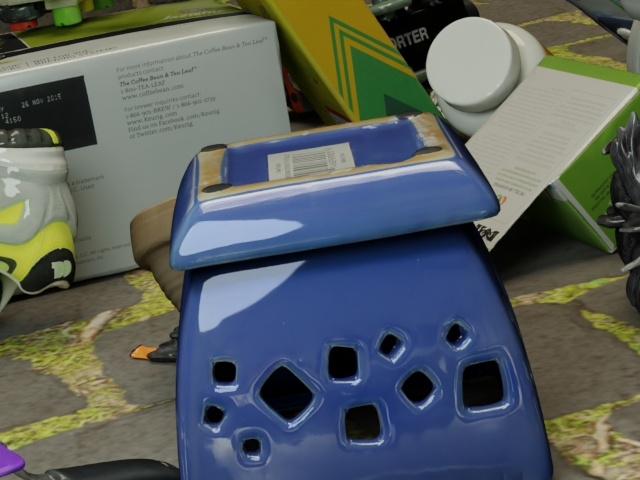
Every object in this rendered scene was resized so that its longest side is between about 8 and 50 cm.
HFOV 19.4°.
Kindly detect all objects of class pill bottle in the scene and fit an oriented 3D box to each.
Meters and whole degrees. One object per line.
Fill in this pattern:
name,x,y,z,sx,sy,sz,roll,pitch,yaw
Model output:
pill bottle,0.183,-0.145,1.839,0.117,0.118,0.208,-2,-13,27

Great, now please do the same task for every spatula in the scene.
spatula,-0.171,0.137,1.130,0.084,0.030,0.296,21,0,30

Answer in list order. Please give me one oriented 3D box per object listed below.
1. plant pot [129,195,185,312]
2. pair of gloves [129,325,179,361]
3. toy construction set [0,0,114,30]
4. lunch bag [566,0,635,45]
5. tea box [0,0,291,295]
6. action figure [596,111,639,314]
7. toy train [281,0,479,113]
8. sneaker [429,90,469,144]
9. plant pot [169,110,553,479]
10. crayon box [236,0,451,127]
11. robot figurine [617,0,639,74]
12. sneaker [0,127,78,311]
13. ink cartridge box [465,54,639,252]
plant pot,-0.021,0.026,1.424,0.237,0.110,0.237,-8,-12,-2
pair of gloves,-0.108,0.082,1.541,0.074,0.010,0.083,1,19,36
toy construction set,-0.227,-0.301,1.965,0.215,0.151,0.327,-8,1,7
lunch bag,0.430,-0.318,1.982,0.385,0.327,0.239,-25,45,42
tea box,-0.222,-0.108,1.915,0.329,0.220,0.323,-12,16,-12
action figure,0.287,-0.034,1.446,0.140,0.164,0.275,-11,8,14
toy train,0.059,-0.247,2.455,0.334,0.142,0.190,-25,9,-40
sneaker,0.173,-0.154,2.052,0.106,0.078,0.234,-42,9,12
plant pot,0.014,0.042,1.221,0.235,0.212,0.236,-9,14,0
crayon box,0.012,-0.191,1.882,0.081,0.318,0.202,-38,19,-4
robot figurine,0.423,-0.166,1.761,0.300,0.200,0.353,29,-2,-25
sneaker,-0.369,0.024,1.676,0.384,0.147,0.145,-24,-12,39
ink cartridge box,0.188,-0.035,1.663,0.255,0.097,0.189,-48,23,-7
